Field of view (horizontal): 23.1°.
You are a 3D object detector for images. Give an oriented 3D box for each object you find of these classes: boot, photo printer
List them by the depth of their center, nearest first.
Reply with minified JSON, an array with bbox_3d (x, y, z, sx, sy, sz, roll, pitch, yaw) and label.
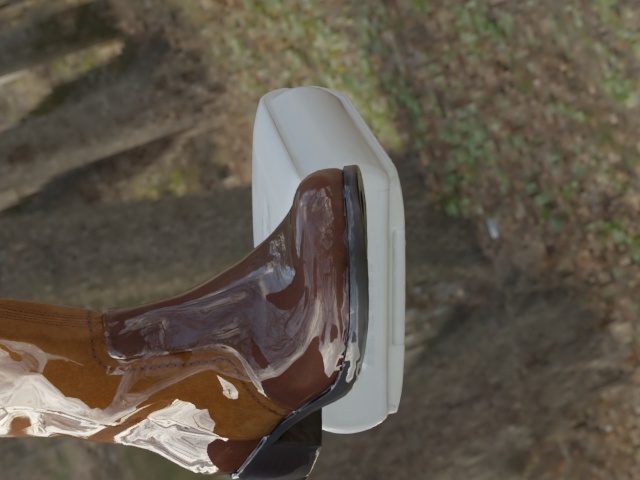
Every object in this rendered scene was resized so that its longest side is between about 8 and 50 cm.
[{"bbox_3d":[-0.122,0.040,0.894,0.264,0.280,0.096,113,162,-53],"label":"boot"},{"bbox_3d":[0.000,0.000,1.475,0.307,0.107,0.256,-114,22,-66],"label":"photo printer"}]
